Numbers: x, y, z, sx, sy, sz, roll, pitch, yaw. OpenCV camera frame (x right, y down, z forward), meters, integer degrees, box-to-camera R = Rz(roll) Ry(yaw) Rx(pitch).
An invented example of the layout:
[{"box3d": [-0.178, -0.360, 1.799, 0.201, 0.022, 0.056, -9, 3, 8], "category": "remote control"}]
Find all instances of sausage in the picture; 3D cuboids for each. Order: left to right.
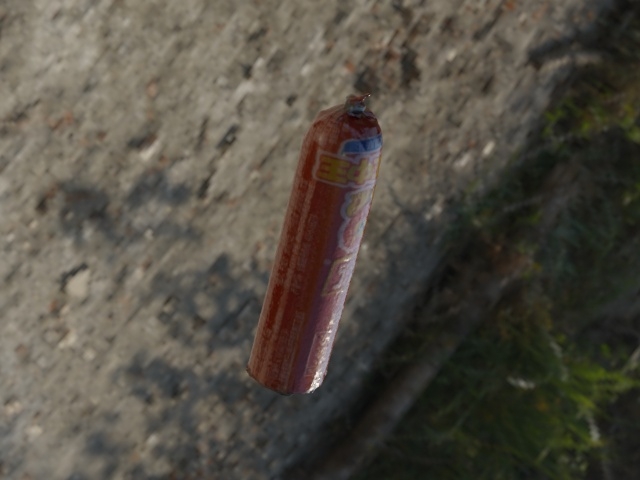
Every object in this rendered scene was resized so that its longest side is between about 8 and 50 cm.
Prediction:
[{"box3d": [0.000, 0.000, 0.530, 0.034, 0.034, 0.129, -24, 136, -52], "category": "sausage"}]
